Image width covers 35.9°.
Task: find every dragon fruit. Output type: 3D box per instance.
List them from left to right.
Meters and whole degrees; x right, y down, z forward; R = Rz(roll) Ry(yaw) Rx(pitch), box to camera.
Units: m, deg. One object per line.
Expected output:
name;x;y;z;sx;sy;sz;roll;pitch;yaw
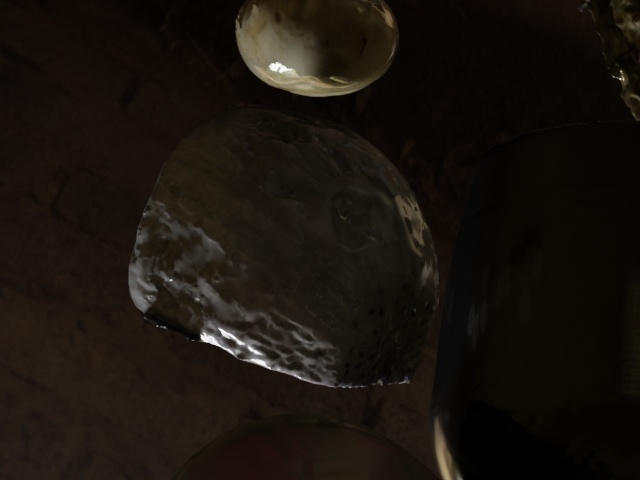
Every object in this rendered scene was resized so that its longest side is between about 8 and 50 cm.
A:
dragon fruit;0.000;0.000;0.873;0.221;0.283;0.203;23;98;28

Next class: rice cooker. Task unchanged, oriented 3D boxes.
rice cooker;0.190;0.069;0.551;0.267;0.224;0.267;6;164;2

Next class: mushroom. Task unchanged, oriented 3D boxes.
mushroom;-0.004;-0.212;0.998;0.166;0.166;0.127;-3;88;16

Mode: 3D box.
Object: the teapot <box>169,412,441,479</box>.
teapot;0.024;0.182;0.422;0.222;0.178;0.163;36;84;-6

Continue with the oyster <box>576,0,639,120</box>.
oyster;0.332;-0.210;0.942;0.198;0.337;0.133;-5;143;-43
